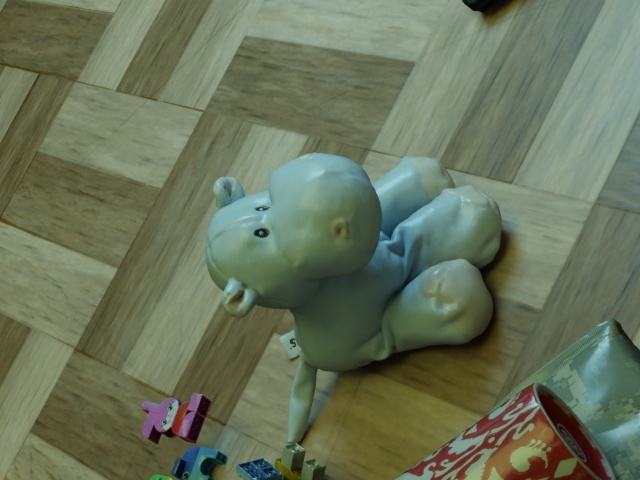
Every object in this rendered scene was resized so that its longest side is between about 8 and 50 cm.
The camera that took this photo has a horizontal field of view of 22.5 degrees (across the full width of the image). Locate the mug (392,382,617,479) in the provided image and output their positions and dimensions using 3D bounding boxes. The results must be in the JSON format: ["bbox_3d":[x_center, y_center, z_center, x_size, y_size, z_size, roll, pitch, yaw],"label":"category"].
[{"bbox_3d":[0.124,0.197,1.114,0.169,0.150,0.113,-41,5,14],"label":"mug"}]

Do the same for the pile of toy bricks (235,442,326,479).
[{"bbox_3d":[-0.005,0.283,1.453,0.212,0.118,0.105,32,121,44],"label":"pile of toy bricks"}]

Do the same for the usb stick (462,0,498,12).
[{"bbox_3d":[0.252,-0.334,1.653,0.278,0.045,0.077,-34,42,25],"label":"usb stick"}]

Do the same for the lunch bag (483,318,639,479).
[{"bbox_3d":[0.187,0.248,1.201,0.287,0.169,0.235,-40,40,13],"label":"lunch bag"}]

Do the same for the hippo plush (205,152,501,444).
[{"bbox_3d":[0.000,0.000,1.525,0.294,0.237,0.234,-31,45,29],"label":"hippo plush"}]

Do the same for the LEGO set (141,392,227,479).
[{"bbox_3d":[-0.174,0.270,1.637,0.093,0.087,0.227,7,68,33],"label":"LEGO set"}]
